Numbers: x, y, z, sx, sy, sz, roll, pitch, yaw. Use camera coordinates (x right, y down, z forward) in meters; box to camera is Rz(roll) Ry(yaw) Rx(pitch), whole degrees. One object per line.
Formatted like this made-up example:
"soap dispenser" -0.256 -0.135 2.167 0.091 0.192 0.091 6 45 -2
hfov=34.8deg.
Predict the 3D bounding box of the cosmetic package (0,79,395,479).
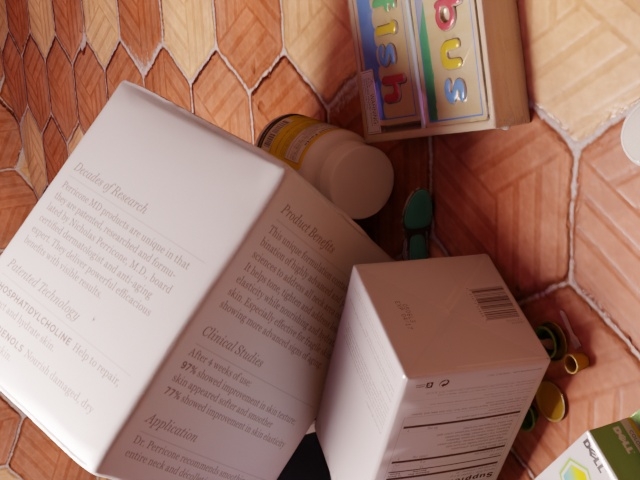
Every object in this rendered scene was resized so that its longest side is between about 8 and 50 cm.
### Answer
"cosmetic package" -0.170 0.081 1.293 0.327 0.329 0.394 29 83 37

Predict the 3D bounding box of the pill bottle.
"pill bottle" 0.003 -0.101 1.404 0.208 0.119 0.119 29 124 56

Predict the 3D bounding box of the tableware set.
"tableware set" 0.247 0.152 1.146 0.154 0.024 0.104 -52 55 54

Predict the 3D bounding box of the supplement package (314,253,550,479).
"supplement package" 0.118 0.184 1.202 0.177 0.175 0.293 -113 27 -44

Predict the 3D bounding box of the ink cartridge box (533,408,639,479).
"ink cartridge box" 0.299 0.256 1.045 0.109 0.062 0.209 64 148 28

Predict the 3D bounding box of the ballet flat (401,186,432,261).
"ballet flat" 0.120 -0.017 1.307 0.041 0.041 0.114 31 125 55

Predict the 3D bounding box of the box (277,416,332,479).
"box" -0.093 0.242 1.642 0.294 0.182 0.296 4 103 63

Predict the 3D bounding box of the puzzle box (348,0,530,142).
"puzzle box" 0.116 -0.322 1.188 0.272 0.052 0.409 1 101 61

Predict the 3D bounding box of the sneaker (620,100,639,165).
"sneaker" 0.325 -0.099 0.840 0.228 0.092 0.087 -6 96 63
